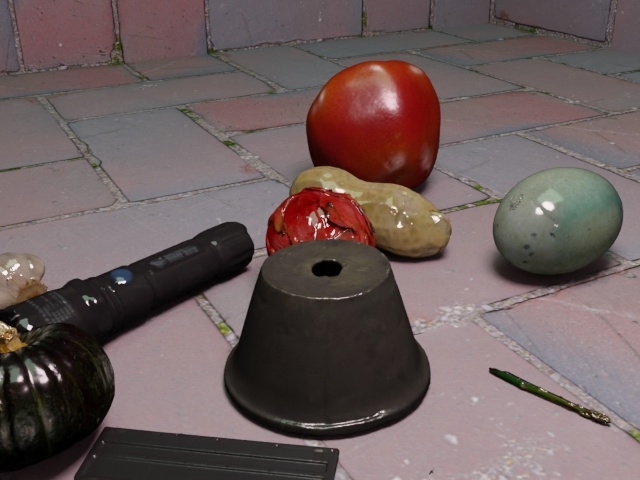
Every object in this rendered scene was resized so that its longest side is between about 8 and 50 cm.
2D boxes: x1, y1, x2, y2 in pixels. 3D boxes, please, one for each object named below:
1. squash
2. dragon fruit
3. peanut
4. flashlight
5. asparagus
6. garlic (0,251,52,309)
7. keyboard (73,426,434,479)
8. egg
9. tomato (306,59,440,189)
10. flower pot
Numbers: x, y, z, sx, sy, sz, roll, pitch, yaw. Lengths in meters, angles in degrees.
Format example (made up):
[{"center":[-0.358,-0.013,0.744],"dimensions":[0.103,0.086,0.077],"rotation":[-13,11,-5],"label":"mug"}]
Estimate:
[{"center":[-0.324,0.169,0.847],"dimensions":[0.193,0.155,0.193],"rotation":[9,2,0],"label":"squash"},{"center":[0.000,0.000,1.175],"dimensions":[0.173,0.172,0.209],"rotation":[8,16,18],"label":"dragon fruit"},{"center":[0.083,-0.045,1.324],"dimensions":[0.290,0.130,0.130],"rotation":[16,29,18],"label":"peanut"},{"center":[-0.258,0.067,1.129],"dimensions":[0.103,0.103,0.424],"rotation":[19,30,35],"label":"flashlight"},{"center":[0.278,0.189,0.949],"dimensions":[0.166,0.013,0.016],"rotation":[22,44,40],"label":"asparagus"},{"center":[-0.479,0.059,1.174],"dimensions":[0.094,0.074,0.113],"rotation":[27,51,29],"label":"garlic"},{"center":[-0.068,0.243,0.825],"dimensions":[0.382,0.041,0.103],"rotation":[-2,25,12],"label":"keyboard"},{"center":[0.379,-0.032,1.233],"dimensions":[0.237,0.169,0.169],"rotation":[-21,32,-34],"label":"egg"},{"center":[0.115,-0.206,1.527],"dimensions":[0.299,0.298,0.226],"rotation":[-12,61,-23],"label":"tomato"},{"center":[0.010,0.101,0.969],"dimensions":[0.269,0.166,0.269],"rotation":[1,25,-1],"label":"flower pot"}]
